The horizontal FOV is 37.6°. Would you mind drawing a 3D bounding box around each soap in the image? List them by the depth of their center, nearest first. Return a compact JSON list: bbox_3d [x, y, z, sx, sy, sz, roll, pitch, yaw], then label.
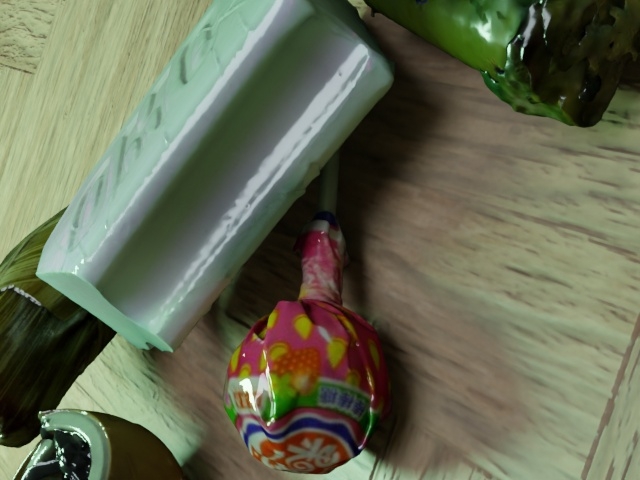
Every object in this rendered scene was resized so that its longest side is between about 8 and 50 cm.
[{"bbox_3d":[-0.100,-0.064,0.775,0.347,0.115,0.208,-50,23,18],"label":"soap"}]

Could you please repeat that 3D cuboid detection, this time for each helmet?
[{"bbox_3d":[-0.189,0.257,0.838,0.198,0.130,0.224,47,125,50],"label":"helmet"}]

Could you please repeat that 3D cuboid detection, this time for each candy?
[{"bbox_3d":[0.000,0.000,0.738,0.124,0.124,0.365,-29,47,43],"label":"candy"}]

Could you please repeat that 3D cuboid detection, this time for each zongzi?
[{"bbox_3d":[-0.224,0.041,0.920,0.288,0.134,0.286,-32,26,29],"label":"zongzi"}]

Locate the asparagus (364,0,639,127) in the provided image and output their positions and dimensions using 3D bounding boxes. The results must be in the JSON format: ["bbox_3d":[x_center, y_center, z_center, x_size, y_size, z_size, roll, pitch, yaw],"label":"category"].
[{"bbox_3d":[0.090,-0.204,0.682,0.128,0.108,0.382,-62,36,16],"label":"asparagus"}]
